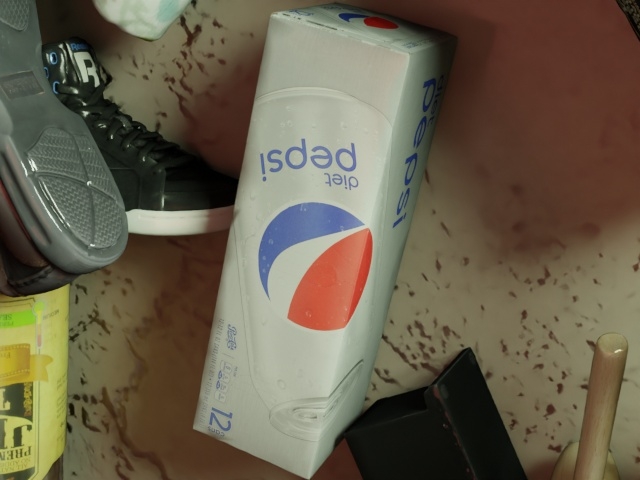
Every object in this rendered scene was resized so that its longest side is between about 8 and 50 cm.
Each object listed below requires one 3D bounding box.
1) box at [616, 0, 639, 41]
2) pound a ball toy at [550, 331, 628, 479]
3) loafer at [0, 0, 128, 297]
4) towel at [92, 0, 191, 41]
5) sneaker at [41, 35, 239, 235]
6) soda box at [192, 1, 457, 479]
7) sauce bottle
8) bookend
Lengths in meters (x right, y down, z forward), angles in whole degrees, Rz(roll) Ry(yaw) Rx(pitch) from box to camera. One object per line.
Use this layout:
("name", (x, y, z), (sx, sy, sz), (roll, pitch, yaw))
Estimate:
("box", (0.242, -0.243, 0.484), (0.318, 0.097, 0.395), (-30, 92, 11))
("pound a ball toy", (0.222, 0.122, 0.543), (0.208, 0.136, 0.319), (5, 148, 12))
("loafer", (-0.229, -0.105, 0.704), (0.095, 0.109, 0.303), (-27, 86, 27))
("towel", (-0.138, -0.364, 0.666), (0.374, 0.090, 0.320), (46, 120, 6))
("sneaker", (-0.147, -0.077, 0.758), (0.216, 0.079, 0.121), (9, 108, 22))
("soda box", (0.000, 0.000, 0.704), (0.091, 0.098, 0.286), (20, 112, 18))
("sauce bottle", (-0.250, 0.147, 0.855), (0.111, 0.111, 0.344), (12, 110, 21))
("bookend", (0.054, 0.175, 0.745), (0.157, 0.072, 0.156), (-22, 94, 29))
